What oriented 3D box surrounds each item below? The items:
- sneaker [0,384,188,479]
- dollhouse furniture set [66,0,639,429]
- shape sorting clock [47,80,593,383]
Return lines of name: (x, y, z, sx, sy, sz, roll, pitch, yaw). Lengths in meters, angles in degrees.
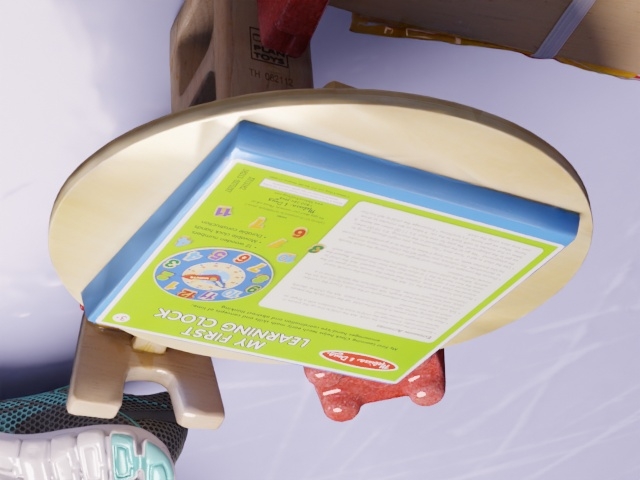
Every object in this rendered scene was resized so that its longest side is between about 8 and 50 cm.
sneaker: (-0.141, 0.104, 0.808, 0.167, 0.076, 0.065, 2, 114, 17)
dollhouse furniture set: (0.035, -0.067, 0.690, 0.201, 0.152, 0.374, 10, 141, -20)
shape sorting clock: (0.000, 0.000, 0.611, 0.206, 0.040, 0.206, -3, 148, -2)
